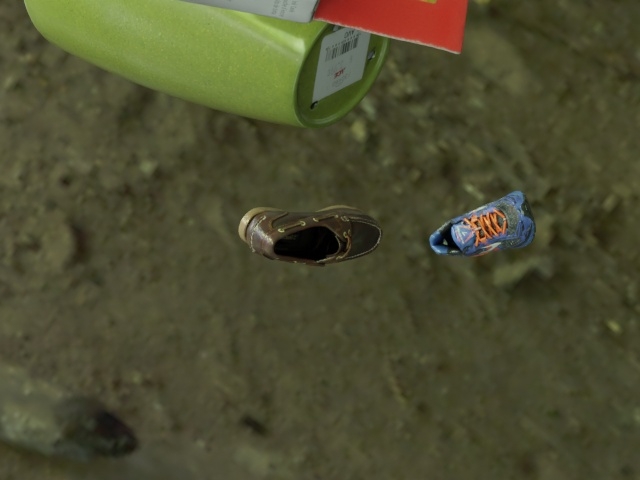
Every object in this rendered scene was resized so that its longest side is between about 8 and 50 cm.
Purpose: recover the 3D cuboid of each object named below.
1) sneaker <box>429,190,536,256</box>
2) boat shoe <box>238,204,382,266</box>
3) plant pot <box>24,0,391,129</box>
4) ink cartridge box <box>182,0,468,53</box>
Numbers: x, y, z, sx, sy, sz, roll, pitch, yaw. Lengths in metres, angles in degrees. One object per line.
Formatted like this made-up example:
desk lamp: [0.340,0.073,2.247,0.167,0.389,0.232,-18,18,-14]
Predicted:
sneaker: [0.242,-0.012,2.347,0.087,0.221,0.083,-14,81,-31]
boat shoe: [0.000,0.000,1.929,0.207,0.073,0.073,-3,22,-39]
plant pot: [-0.085,-0.234,1.501,0.293,0.274,0.275,35,20,28]
ink cartridge box: [0.012,-0.317,1.265,0.261,0.296,0.066,10,-17,-6]
